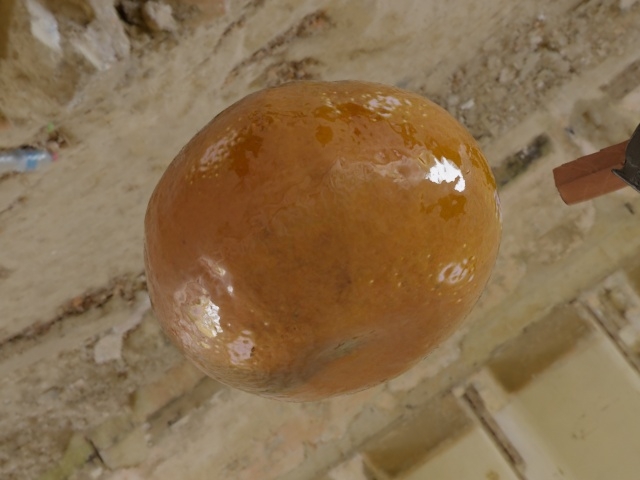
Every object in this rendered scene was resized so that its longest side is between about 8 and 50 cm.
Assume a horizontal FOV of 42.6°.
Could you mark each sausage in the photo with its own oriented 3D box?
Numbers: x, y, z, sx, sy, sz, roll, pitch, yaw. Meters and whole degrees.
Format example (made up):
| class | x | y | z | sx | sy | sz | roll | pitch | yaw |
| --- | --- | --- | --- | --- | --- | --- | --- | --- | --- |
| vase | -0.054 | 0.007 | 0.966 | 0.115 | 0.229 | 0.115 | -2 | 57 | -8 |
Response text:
| class | x | y | z | sx | sy | sz | roll | pitch | yaw |
| --- | --- | --- | --- | --- | --- | --- | --- | --- | --- |
| sausage | 0.402 | -0.102 | 1.101 | 0.169 | 0.065 | 0.065 | -23 | 174 | 32 |

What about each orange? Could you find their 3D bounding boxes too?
| class | x | y | z | sx | sy | sz | roll | pitch | yaw |
| --- | --- | --- | --- | --- | --- | --- | --- | --- | --- |
| orange | 0.000 | 0.000 | 0.533 | 0.240 | 0.171 | 0.240 | -18 | 147 | -12 |

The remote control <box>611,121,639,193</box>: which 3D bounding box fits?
| class | x | y | z | sx | sy | sz | roll | pitch | yaw |
| --- | --- | --- | --- | --- | --- | --- | --- | --- | --- |
| remote control | 0.500 | -0.205 | 0.927 | 0.062 | 0.144 | 0.399 | -11 | 138 | -51 |
